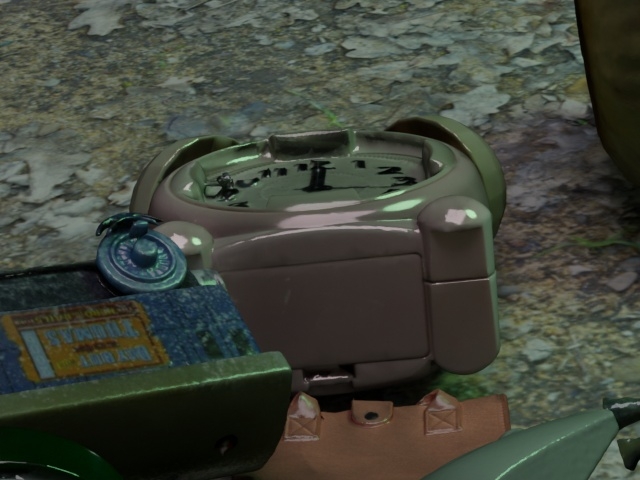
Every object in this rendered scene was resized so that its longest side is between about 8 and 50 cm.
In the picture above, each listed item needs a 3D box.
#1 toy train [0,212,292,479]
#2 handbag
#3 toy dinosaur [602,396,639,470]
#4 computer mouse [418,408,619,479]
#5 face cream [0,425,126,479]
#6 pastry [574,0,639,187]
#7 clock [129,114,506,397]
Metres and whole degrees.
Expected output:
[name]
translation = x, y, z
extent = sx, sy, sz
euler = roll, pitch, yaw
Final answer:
[toy train]
translation = -0.182, 0.093, 1.427
extent = 0.299, 0.131, 0.202
euler = -8, 47, -30
[handbag]
translation = 0.040, 0.172, 1.507
extent = 0.212, 0.059, 0.157
euler = -4, 27, 4
[toy dinosaur]
translation = 0.264, 0.141, 1.352
extent = 0.147, 0.076, 0.363
euler = -12, -19, 17
[computer mouse]
translation = 0.098, 0.170, 1.270
extent = 0.128, 0.079, 0.231
euler = -31, 9, 44
[face cream]
translation = -0.183, 0.282, 1.160
extent = 0.312, 0.219, 0.357
euler = -11, 24, -6
[pastry]
translation = 0.392, -0.219, 1.849
extent = 0.312, 0.388, 0.388
euler = -7, 27, 9
[clock]
translation = 0.000, 0.000, 1.731
extent = 0.342, 0.184, 0.326
euler = -1, 23, -2
